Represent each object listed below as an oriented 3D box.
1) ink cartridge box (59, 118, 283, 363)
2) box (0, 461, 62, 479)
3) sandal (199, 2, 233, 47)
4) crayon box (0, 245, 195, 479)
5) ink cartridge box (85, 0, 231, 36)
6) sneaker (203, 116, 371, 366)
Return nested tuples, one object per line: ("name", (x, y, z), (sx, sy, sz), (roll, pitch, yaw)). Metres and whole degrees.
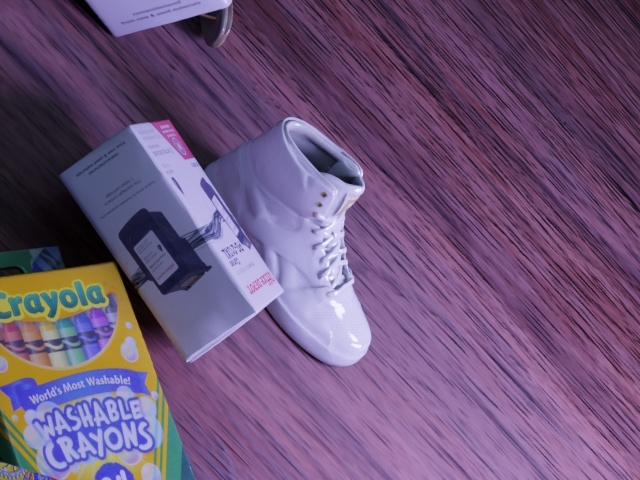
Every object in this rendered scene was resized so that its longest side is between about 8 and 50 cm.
("ink cartridge box", (-0.153, -0.004, 1.771), (0.237, 0.100, 0.172), (56, 11, 0))
("box", (-0.350, 0.291, 1.286), (0.279, 0.290, 0.177), (25, 49, -33))
("sandal", (-0.151, -0.315, 2.054), (0.049, 0.072, 0.180), (-2, 64, -28))
("crayon box", (-0.263, 0.144, 1.630), (0.203, 0.083, 0.323), (-8, 70, -47))
("ink cartridge box", (-0.248, -0.471, 1.866), (0.395, 0.166, 0.285), (53, 31, -48))
("sneaker", (0.000, 0.000, 1.919), (0.292, 0.169, 0.108), (55, 38, -4))
